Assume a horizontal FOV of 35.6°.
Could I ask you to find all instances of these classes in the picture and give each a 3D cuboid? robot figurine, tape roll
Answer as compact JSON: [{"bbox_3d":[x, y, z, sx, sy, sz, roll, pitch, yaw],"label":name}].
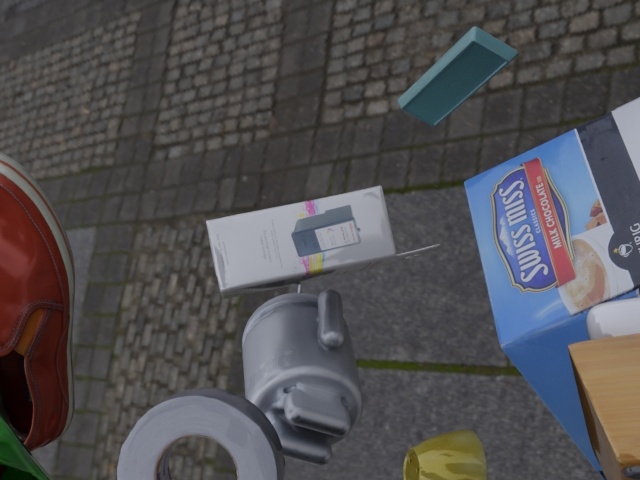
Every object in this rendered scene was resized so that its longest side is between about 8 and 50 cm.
[{"bbox_3d":[-0.035,0.228,1.759,0.300,0.199,0.353,-57,23,25],"label":"robot figurine"},{"bbox_3d":[-0.160,0.313,1.350,0.219,0.072,0.219,0,91,5],"label":"tape roll"}]

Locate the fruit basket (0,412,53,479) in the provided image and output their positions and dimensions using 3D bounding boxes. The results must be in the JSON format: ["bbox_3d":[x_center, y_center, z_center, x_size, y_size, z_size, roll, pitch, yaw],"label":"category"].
[{"bbox_3d":[-0.354,0.250,0.668,0.283,0.391,0.392,93,168,-62],"label":"fruit basket"}]

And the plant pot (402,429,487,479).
[{"bbox_3d":[0.182,0.356,1.525,0.134,0.095,0.134,-175,90,-73],"label":"plant pot"}]

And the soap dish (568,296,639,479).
[{"bbox_3d":[0.314,0.135,0.743,0.228,0.291,0.118,-8,63,15],"label":"soap dish"}]

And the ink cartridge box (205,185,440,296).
[{"bbox_3d":[0.000,0.000,1.625,0.207,0.353,0.119,125,134,-82],"label":"ink cartridge box"}]

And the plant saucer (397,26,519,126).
[{"bbox_3d":[0.169,-0.200,1.260,0.192,0.067,0.018,-40,28,57],"label":"plant saucer"}]

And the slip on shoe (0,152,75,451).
[{"bbox_3d":[-0.311,0.072,0.977,0.123,0.101,0.332,7,113,16],"label":"slip on shoe"}]

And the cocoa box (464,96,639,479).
[{"bbox_3d":[0.328,0.072,0.997,0.227,0.347,0.232,-25,41,20],"label":"cocoa box"}]
